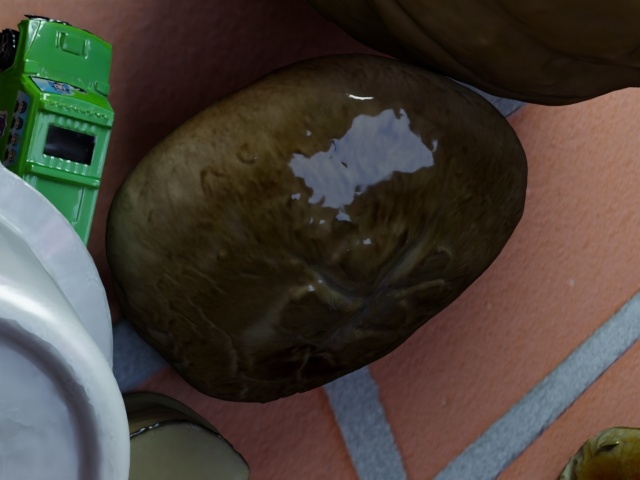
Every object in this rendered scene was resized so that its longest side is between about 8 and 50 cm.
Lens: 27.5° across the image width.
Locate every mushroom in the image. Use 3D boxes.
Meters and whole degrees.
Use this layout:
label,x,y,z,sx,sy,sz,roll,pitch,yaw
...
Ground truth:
label,x,y,z,sx,sy,sz,roll,pitch,yaw
mushroom,0.000,0.000,0.842,0.278,0.146,0.278,-14,135,-15

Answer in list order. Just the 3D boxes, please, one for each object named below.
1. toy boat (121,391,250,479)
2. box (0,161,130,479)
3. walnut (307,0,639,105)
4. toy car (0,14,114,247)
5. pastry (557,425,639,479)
label,x,y,z,sx,sy,sz,roll,pitch,yaw
toy boat,-0.124,0.164,0.848,0.188,0.061,0.116,-13,105,-40
box,-0.192,0.104,0.636,0.262,0.206,0.291,-42,112,-10
walnut,0.150,-0.245,0.831,0.397,0.354,0.308,3,82,-43
toy car,-0.164,-0.050,0.777,0.071,0.062,0.165,13,88,-41
pastry,0.296,0.250,1.146,0.093,0.192,0.182,4,98,-51
